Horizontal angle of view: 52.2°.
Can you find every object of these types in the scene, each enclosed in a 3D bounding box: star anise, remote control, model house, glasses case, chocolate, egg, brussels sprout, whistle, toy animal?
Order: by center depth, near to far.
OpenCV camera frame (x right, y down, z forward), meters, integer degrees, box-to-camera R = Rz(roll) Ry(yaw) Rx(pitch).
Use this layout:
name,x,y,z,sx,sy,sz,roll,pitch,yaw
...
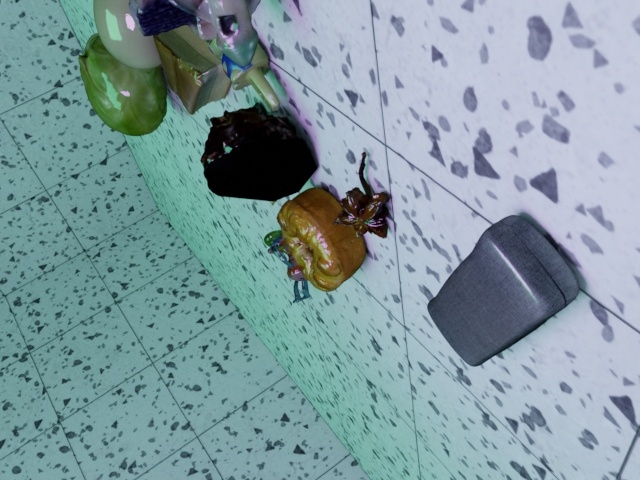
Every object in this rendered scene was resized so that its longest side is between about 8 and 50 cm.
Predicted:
name,x,y,z,sx,sy,sz,roll,pitch,yaw
glasses case,0.238,0.084,0.908,0.131,0.074,0.323,52,162,15
model house,-0.209,-0.421,1.016,0.298,0.243,0.284,56,168,42
star anise,0.076,-0.072,1.121,0.097,0.070,0.191,22,148,17
whistle,-0.147,-0.340,1.235,0.228,0.085,0.105,56,172,5
chocolate,-0.134,-0.210,1.308,0.206,0.224,0.177,-47,49,48
remote control,-0.138,-0.278,1.441,0.039,0.014,0.096,60,162,-6
egg,-0.437,-0.529,1.543,0.188,0.188,0.254,44,154,40
toy animal,-0.082,0.061,1.728,0.103,0.100,0.208,9,-127,-60
brussels sprout,-0.597,-0.476,2.015,0.328,0.247,0.328,37,138,42

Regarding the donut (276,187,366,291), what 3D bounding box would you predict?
name,x,y,z,sx,sy,sz,roll,pitch,yaw
donut,-0.001,-0.002,1.364,0.227,0.113,0.227,51,162,23

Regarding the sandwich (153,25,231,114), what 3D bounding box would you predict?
name,x,y,z,sx,sy,sz,roll,pitch,yaw
sandwich,-0.270,-0.373,1.488,0.220,0.108,0.186,43,158,33

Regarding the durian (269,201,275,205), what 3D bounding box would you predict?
name,x,y,z,sx,sy,sz,roll,pitch,yaw
durian,-0.135,-0.184,1.444,0.215,0.100,0.086,57,161,-19
